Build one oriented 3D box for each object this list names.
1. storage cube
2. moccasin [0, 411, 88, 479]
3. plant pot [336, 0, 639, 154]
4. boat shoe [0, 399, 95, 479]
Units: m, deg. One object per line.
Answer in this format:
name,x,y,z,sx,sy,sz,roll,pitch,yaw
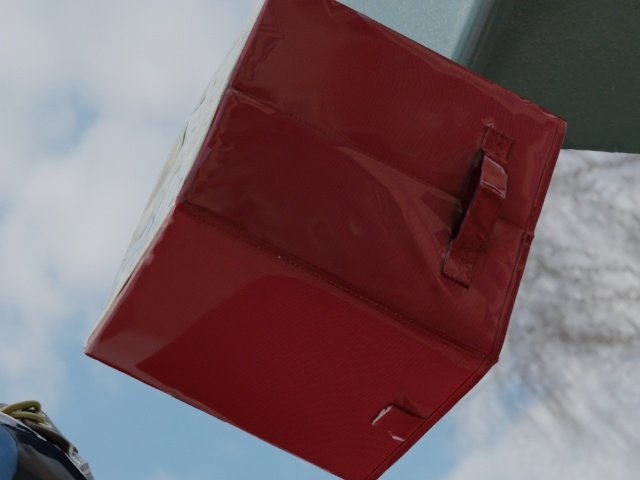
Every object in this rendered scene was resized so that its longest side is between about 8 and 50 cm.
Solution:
storage cube,0.000,0.000,1.123,0.193,0.183,0.215,27,-36,-9
moccasin,-0.209,0.156,0.890,0.117,0.342,0.137,32,-114,-27
plant pot,0.167,-0.232,1.365,0.247,0.248,0.252,3,-57,-31
boat shoe,-0.233,0.163,1.386,0.117,0.324,0.096,-5,-91,-22
